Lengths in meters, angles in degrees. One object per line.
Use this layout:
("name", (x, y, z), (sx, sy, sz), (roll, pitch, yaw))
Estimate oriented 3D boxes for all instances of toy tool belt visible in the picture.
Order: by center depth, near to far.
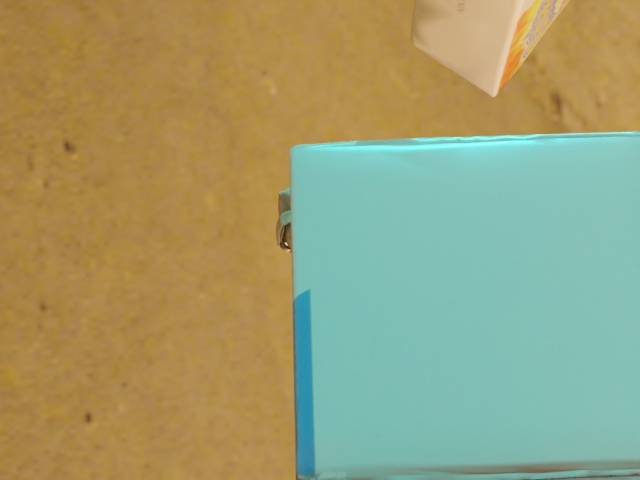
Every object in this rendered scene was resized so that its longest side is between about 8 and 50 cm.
("toy tool belt", (0.000, 0.000, 1.141), (0.051, 0.052, 0.083), (57, -10, 32))

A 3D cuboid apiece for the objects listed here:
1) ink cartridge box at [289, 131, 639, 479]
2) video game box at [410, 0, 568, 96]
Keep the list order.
("ink cartridge box", (0.084, 0.094, 1.007), (0.270, 0.197, 0.198), (87, 1, -60))
("video game box", (0.103, -0.160, 0.594), (0.187, 0.048, 0.205), (-51, 171, -10))
